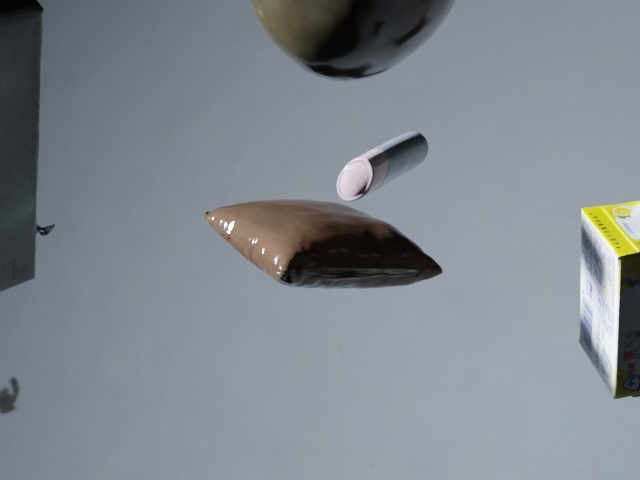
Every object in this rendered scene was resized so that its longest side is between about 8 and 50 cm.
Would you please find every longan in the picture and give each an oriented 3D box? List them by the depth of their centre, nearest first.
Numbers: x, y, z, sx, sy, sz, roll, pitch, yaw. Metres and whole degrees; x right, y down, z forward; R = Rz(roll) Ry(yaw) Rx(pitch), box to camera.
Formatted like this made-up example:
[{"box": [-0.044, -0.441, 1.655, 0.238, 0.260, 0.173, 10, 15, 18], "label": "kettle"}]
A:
[{"box": [0.038, -0.348, 0.936, 0.288, 0.350, 0.288, 7, 44, -6], "label": "longan"}]

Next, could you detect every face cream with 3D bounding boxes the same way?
[{"box": [0.100, -0.120, 1.313, 0.057, 0.198, 0.084, 46, 126, 11], "label": "face cream"}]

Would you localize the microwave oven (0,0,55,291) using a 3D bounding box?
[{"box": [-0.484, -0.113, 0.888, 0.236, 0.374, 0.432, 50, 142, 22], "label": "microwave oven"}]

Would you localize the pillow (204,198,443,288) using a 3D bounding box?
[{"box": [0.000, 0.000, 1.423, 0.305, 0.308, 0.108, 33, 117, 54], "label": "pillow"}]

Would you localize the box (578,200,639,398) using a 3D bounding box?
[{"box": [0.476, 0.093, 1.305, 0.097, 0.265, 0.168, -9, 26, 0], "label": "box"}]
